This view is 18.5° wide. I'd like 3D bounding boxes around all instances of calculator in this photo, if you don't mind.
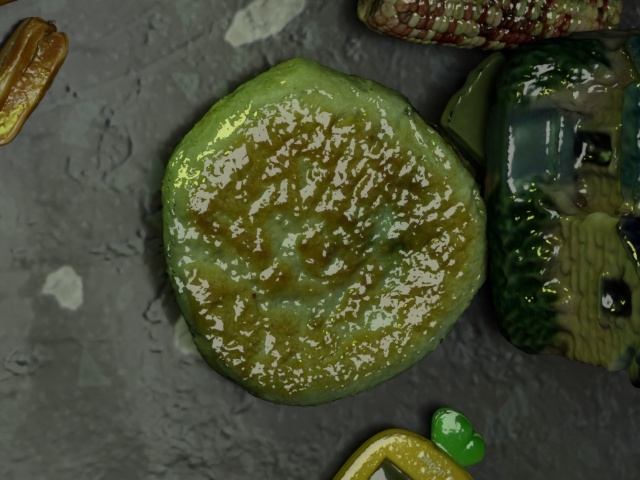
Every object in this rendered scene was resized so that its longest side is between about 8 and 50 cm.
[{"bbox_3d":[0.068,0.260,1.823,0.146,0.032,0.235,40,83,-17],"label":"calculator"}]

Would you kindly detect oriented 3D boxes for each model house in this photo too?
[{"bbox_3d":[0.315,-0.031,1.706,0.243,0.284,0.298,-7,102,-28],"label":"model house"}]

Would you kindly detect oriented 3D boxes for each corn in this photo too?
[{"bbox_3d":[0.156,-0.215,1.790,0.253,0.086,0.086,3,93,-22],"label":"corn"}]

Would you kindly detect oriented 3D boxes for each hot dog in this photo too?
[{"bbox_3d":[-0.263,-0.135,1.684,0.056,0.041,0.133,33,76,-18],"label":"hot dog"}]

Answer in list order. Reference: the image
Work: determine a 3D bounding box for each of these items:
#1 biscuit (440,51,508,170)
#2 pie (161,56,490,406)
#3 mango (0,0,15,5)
[{"bbox_3d":[0.241,-0.047,1.839,0.322,0.038,0.099,41,80,-24],"label":"biscuit"},{"bbox_3d":[0.000,0.000,1.764,0.323,0.070,0.323,-2,97,-18],"label":"pie"},{"bbox_3d":[-0.341,-0.288,1.576,0.350,0.199,0.201,15,55,-25],"label":"mango"}]
